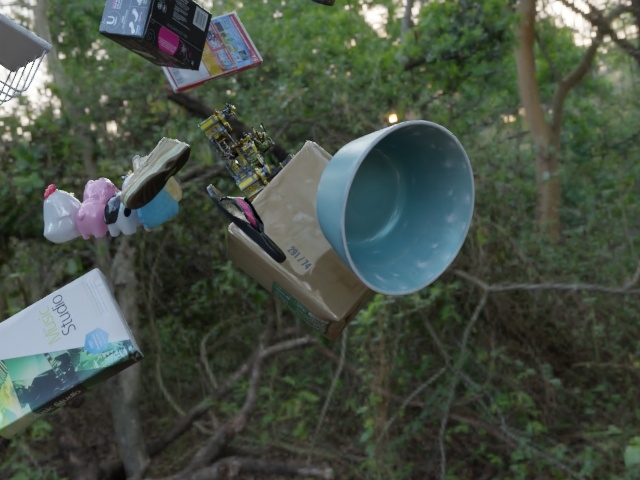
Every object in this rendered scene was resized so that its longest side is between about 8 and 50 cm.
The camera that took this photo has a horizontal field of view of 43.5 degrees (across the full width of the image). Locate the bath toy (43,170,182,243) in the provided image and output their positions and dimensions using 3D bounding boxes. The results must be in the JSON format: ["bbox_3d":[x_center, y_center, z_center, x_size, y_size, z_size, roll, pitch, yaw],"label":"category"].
[{"bbox_3d":[-0.468,-0.081,1.738,0.348,0.129,0.151,-7,19,30],"label":"bath toy"}]

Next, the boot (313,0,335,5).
[{"bbox_3d":[-0.059,-0.415,1.089,0.219,0.106,0.082,26,27,-1],"label":"boot"}]

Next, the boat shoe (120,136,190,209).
[{"bbox_3d":[-0.319,-0.128,1.479,0.072,0.068,0.190,29,44,7],"label":"boat shoe"}]

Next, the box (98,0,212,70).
[{"bbox_3d":[-0.404,-0.540,1.983,0.142,0.163,0.247,12,-2,24],"label":"box"}]

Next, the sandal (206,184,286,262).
[{"bbox_3d":[-0.117,-0.036,1.347,0.040,0.179,0.067,-48,-2,12],"label":"sandal"}]

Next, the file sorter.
[{"bbox_3d":[-0.910,-0.489,2.213,0.193,0.173,0.278,30,-23,-35],"label":"file sorter"}]

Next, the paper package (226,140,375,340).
[{"bbox_3d":[0.000,0.000,1.774,0.309,0.325,0.168,-48,-11,-18],"label":"paper package"}]

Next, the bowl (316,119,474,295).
[{"bbox_3d":[0.115,-0.071,1.459,0.311,0.311,0.163,-11,20,-33],"label":"bowl"}]

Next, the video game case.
[{"bbox_3d":[-0.345,-0.568,2.411,0.285,0.204,0.025,-23,-20,-17],"label":"video game case"}]

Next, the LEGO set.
[{"bbox_3d":[-0.146,-0.224,2.079,0.192,0.331,0.255,-35,-36,1],"label":"LEGO set"}]

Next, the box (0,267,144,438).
[{"bbox_3d":[-0.560,0.231,1.682,0.322,0.232,0.058,-32,-30,-6],"label":"box"}]
